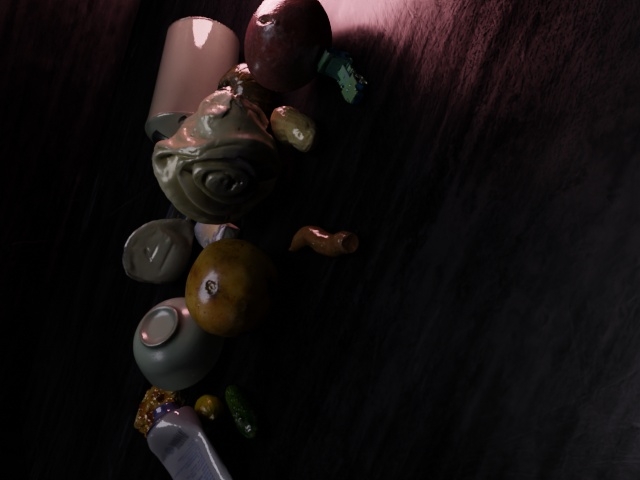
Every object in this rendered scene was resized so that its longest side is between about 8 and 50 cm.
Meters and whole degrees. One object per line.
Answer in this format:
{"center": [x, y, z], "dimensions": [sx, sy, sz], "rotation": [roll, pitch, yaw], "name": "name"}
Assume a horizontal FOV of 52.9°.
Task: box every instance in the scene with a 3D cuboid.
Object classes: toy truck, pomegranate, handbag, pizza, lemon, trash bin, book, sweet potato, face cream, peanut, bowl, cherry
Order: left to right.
{"center": [-0.529, 0.575, 2.085], "dimensions": [0.335, 0.086, 0.226], "rotation": [-40, 47, 40], "name": "pizza"}
{"center": [-0.436, 0.277, 1.871], "dimensions": [0.289, 0.146, 0.289], "rotation": [-13, 52, 18], "name": "bowl"}
{"center": [-0.516, -0.086, 2.338], "dimensions": [0.269, 0.025, 0.191], "rotation": [-64, 36, 19], "name": "book"}
{"center": [-0.405, -0.472, 2.087], "dimensions": [0.280, 0.280, 0.432], "rotation": [-21, 59, 51], "name": "trash bin"}
{"center": [-0.324, 0.612, 1.686], "dimensions": [0.420, 0.137, 0.235], "rotation": [54, 126, 24], "name": "face cream"}
{"center": [-0.309, 0.476, 1.795], "dimensions": [0.110, 0.082, 0.082], "rotation": [25, 100, 57], "name": "lemon"}
{"center": [-0.322, -0.013, 1.969], "dimensions": [0.173, 0.095, 0.117], "rotation": [30, 101, 52], "name": "handbag"}
{"center": [-0.228, 0.121, 1.657], "dimensions": [0.260, 0.260, 0.261], "rotation": [-24, 60, 50], "name": "pomegranate"}
{"center": [-0.083, -0.513, 1.642], "dimensions": [0.307, 0.221, 0.261], "rotation": [-87, 18, -85], "name": "cherry"}
{"center": [-0.068, -0.292, 1.688], "dimensions": [0.099, 0.090, 0.214], "rotation": [-59, 35, 5], "name": "peanut"}
{"center": [0.000, 0.000, 1.518], "dimensions": [0.281, 0.059, 0.067], "rotation": [11, 123, 60], "name": "sweet potato"}
{"center": [0.049, -0.398, 1.558], "dimensions": [0.067, 0.081, 0.175], "rotation": [-54, 40, 33], "name": "toy truck"}

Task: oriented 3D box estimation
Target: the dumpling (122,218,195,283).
{"center": [-0.551, 0.031, 2.173], "dimensions": [0.175, 0.226, 0.244], "rotation": [9, 79, 54], "name": "dumpling"}

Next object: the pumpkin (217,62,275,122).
{"center": [-0.225, -0.414, 1.902], "dimensions": [0.223, 0.157, 0.224], "rotation": [2, 93, 57], "name": "pumpkin"}

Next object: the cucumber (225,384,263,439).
{"center": [-0.204, 0.439, 1.669], "dimensions": [0.227, 0.069, 0.069], "rotation": [38, 111, 57], "name": "cucumber"}

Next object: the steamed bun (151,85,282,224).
{"center": [-0.257, -0.192, 1.715], "dimensions": [0.237, 0.346, 0.394], "rotation": [52, 140, 43], "name": "steamed bun"}
